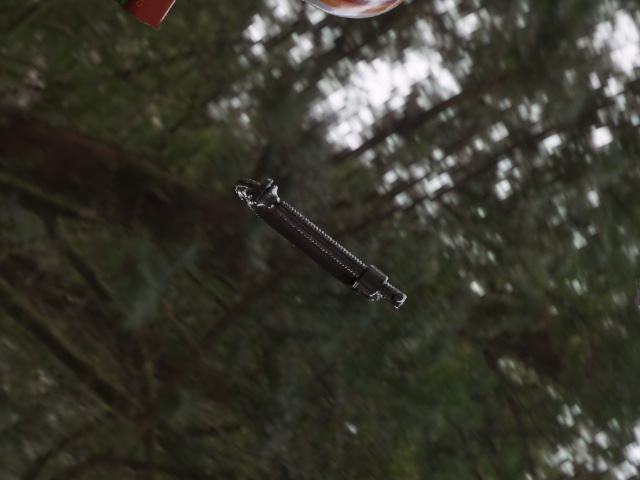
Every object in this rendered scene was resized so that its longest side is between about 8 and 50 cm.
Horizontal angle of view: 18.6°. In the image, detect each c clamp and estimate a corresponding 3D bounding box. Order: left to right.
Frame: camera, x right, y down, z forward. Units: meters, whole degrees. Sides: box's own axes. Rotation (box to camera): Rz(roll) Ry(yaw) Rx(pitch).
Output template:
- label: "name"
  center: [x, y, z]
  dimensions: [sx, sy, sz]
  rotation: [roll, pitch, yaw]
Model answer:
- label: "c clamp"
  center: [0.000, 0.000, 1.439]
  dimensions: [0.160, 0.137, 0.022]
  rotation: [37, -97, 7]

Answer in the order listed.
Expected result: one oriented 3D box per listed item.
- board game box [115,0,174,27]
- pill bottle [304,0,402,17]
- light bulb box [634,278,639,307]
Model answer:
- label: "board game box"
  center: [-0.042, -0.256, 1.075]
  dimensions: [0.281, 0.027, 0.145]
  rotation: [-55, -151, 5]
- label: "pill bottle"
  center: [0.040, -0.161, 0.826]
  dimensions: [0.086, 0.152, 0.086]
  rotation: [10, -112, -25]
- label: "light bulb box"
  center: [0.414, -0.091, 1.097]
  dimensions: [0.358, 0.225, 0.361]
  rotation: [21, -64, 20]
